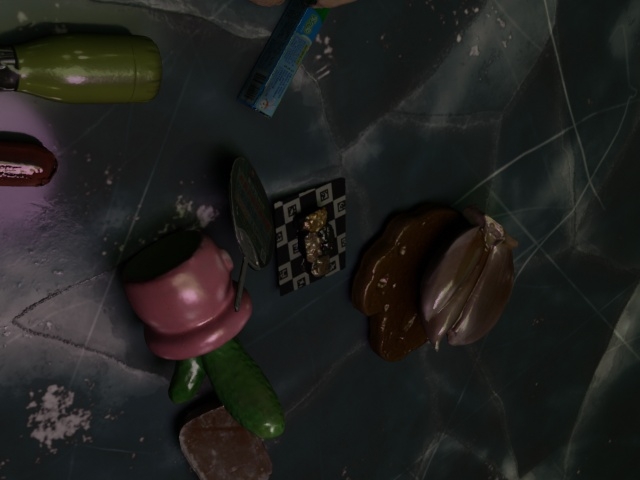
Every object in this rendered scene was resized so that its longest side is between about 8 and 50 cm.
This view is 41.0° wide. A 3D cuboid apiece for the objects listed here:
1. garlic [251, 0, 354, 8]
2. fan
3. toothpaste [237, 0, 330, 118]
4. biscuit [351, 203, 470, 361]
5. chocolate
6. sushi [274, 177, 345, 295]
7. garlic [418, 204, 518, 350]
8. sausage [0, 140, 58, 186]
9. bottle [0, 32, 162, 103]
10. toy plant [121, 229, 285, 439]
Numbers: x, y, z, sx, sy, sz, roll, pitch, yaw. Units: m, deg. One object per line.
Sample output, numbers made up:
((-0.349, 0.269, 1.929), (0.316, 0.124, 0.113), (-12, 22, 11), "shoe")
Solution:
((-0.004, -0.538, 1.442), (0.286, 0.249, 0.313), (20, 90, -38), "garlic")
((-0.125, -0.005, 1.608), (0.223, 0.012, 0.295), (29, 56, -71), "fan")
((-0.060, -0.357, 1.575), (0.050, 0.065, 0.267), (26, 94, -39), "toothpaste")
((0.222, 0.098, 1.966), (0.358, 0.074, 0.381), (27, 96, -39), "biscuit")
((-0.206, 0.434, 1.820), (0.156, 0.080, 0.254), (-24, 122, -6), "chocolate")
((0.000, 0.000, 1.766), (0.192, 0.050, 0.215), (-22, 122, -36), "sushi")
((0.328, 0.098, 1.922), (0.279, 0.132, 0.325), (31, 88, -41), "garlic")
((-0.495, -0.123, 1.379), (0.141, 0.076, 0.076), (-3, 112, -34), "sausage")
((-0.389, -0.272, 1.359), (0.260, 0.112, 0.112), (-7, 114, -32), "bottle")
((-0.210, 0.172, 1.576), (0.210, 0.317, 0.356), (-25, 115, -16), "toy plant")
